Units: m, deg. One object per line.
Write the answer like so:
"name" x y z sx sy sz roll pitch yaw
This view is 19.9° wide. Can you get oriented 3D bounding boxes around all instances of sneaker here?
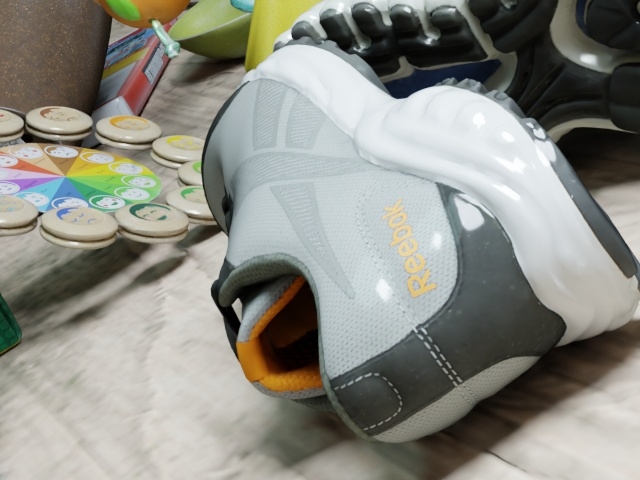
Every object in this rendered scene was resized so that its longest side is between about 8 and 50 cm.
"sneaker" 0.000 0.000 0.624 0.108 0.100 0.271 -39 17 -10
"sneaker" 0.126 -0.110 0.673 0.330 0.129 0.147 -13 26 47

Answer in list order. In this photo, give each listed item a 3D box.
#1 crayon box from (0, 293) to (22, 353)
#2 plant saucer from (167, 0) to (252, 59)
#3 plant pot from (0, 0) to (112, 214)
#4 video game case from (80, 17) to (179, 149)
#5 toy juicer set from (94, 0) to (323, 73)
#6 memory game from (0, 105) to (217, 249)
"crayon box" -0.307 0.059 0.938 0.278 0.081 0.165 -32 35 -7
"plant saucer" 0.000 -0.194 1.329 0.241 0.037 0.241 -29 16 9
"plant pot" -0.232 -0.123 1.218 0.215 0.215 0.230 -27 44 12
"video game case" -0.214 -0.094 1.430 0.204 0.025 0.285 -27 16 12
"toy juicer set" -0.021 -0.176 1.148 0.209 0.089 0.329 11 28 21
"memory game" -0.128 -0.036 0.928 0.186 0.012 0.186 6 22 -3
